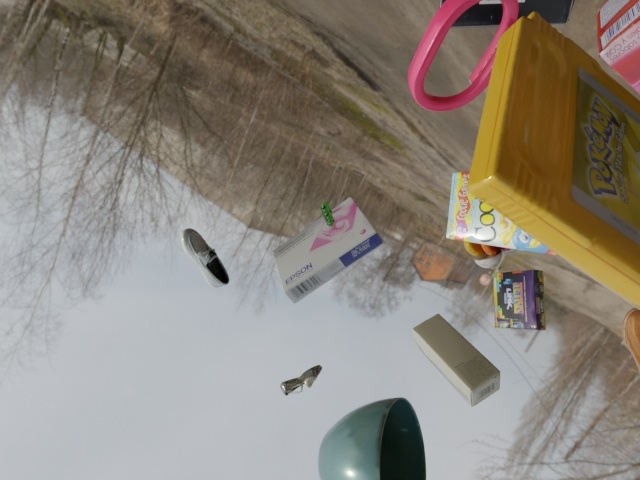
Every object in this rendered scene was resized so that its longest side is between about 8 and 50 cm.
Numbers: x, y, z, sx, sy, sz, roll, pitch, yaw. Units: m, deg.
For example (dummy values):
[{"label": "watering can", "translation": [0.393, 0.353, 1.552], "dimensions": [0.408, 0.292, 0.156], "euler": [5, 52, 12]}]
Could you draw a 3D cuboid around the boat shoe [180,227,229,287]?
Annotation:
[{"label": "boat shoe", "translation": [-0.367, 0.055, 1.335], "dimensions": [0.081, 0.227, 0.079], "euler": [-8, -152, 38]}]

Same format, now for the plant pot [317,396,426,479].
[{"label": "plant pot", "translation": [0.110, 0.525, 0.968], "dimensions": [0.195, 0.290, 0.290], "euler": [-11, 167, 29]}]

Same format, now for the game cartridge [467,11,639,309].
[{"label": "game cartridge", "translation": [0.329, -0.093, 0.482], "dimensions": [0.324, 0.285, 0.053], "euler": [30, 152, -16]}]

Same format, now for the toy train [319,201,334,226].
[{"label": "toy train", "translation": [0.018, -0.060, 0.942], "dimensions": [0.017, 0.023, 0.083], "euler": [23, 160, 26]}]

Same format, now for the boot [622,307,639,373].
[{"label": "boot", "translation": [0.605, 0.219, 0.720], "dimensions": [0.073, 0.197, 0.152], "euler": [-13, 169, 24]}]

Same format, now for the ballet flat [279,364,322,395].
[{"label": "ballet flat", "translation": [-0.042, 0.338, 0.973], "dimensions": [0.041, 0.114, 0.041], "euler": [60, -173, -12]}]

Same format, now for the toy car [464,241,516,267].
[{"label": "toy car", "translation": [0.489, -0.021, 1.117], "dimensions": [0.159, 0.182, 0.136], "euler": [64, 159, -5]}]

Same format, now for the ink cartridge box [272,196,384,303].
[{"label": "ink cartridge box", "translation": [0.000, 0.000, 1.306], "dimensions": [0.071, 0.324, 0.330], "euler": [52, -174, -34]}]

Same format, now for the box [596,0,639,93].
[{"label": "box", "translation": [0.331, -0.197, 0.249], "dimensions": [0.123, 0.257, 0.128], "euler": [38, -131, -5]}]

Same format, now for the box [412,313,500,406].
[{"label": "box", "translation": [0.410, 0.359, 1.255], "dimensions": [0.275, 0.113, 0.094], "euler": [50, 162, 52]}]

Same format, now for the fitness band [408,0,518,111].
[{"label": "fitness band", "translation": [0.318, -0.423, 0.916], "dimensions": [0.209, 0.291, 0.054], "euler": [-1, -126, -19]}]

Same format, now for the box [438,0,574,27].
[{"label": "box", "translation": [0.459, -0.656, 1.041], "dimensions": [0.296, 0.182, 0.294], "euler": [5, -145, 13]}]

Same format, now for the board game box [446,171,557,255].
[{"label": "board game box", "translation": [0.401, -0.055, 0.772], "dimensions": [0.142, 0.144, 0.275], "euler": [-2, -171, -37]}]

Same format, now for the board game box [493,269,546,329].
[{"label": "board game box", "translation": [0.585, 0.177, 1.207], "dimensions": [0.048, 0.170, 0.141], "euler": [8, 167, -24]}]
